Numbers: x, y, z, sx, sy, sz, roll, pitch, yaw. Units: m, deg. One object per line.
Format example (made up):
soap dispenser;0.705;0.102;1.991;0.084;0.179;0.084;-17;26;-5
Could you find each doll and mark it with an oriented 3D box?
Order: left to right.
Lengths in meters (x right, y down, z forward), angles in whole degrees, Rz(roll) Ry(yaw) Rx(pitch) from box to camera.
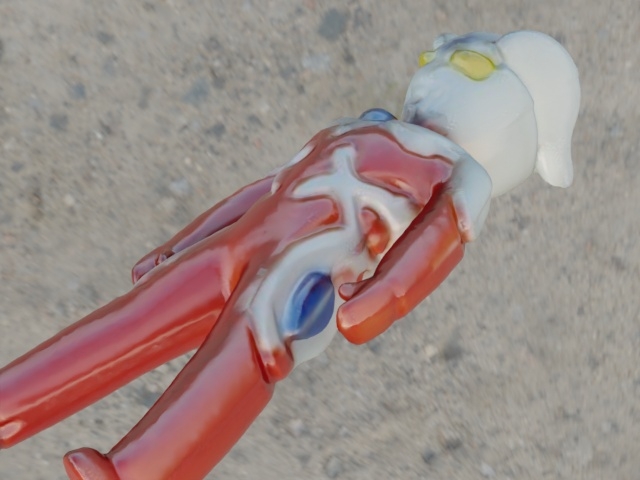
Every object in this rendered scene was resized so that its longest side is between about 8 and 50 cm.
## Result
doll;0.000;0.000;0.734;0.384;0.099;0.188;-36;30;-32
